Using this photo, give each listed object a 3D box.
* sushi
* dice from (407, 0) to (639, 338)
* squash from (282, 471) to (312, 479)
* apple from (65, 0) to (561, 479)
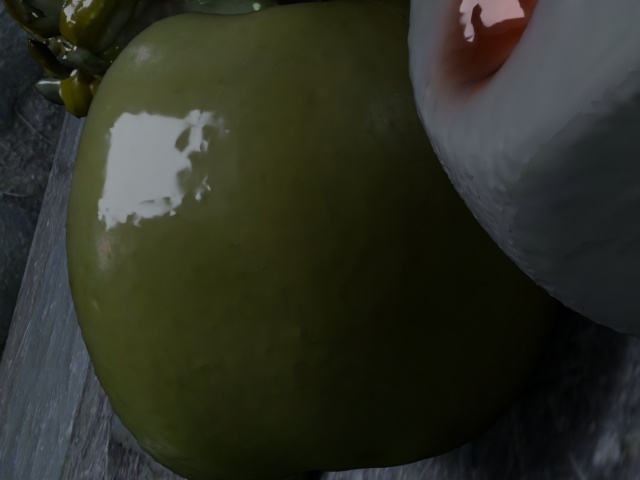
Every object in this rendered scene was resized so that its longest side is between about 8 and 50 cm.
[{"bbox_3d":[-0.132,-0.222,1.388,0.329,0.328,0.285,-170,87,-70],"label":"sushi"},{"bbox_3d":[0.192,-0.114,0.500,0.259,0.243,0.251,134,148,-57],"label":"dice"},{"bbox_3d":[-0.032,0.154,1.154,0.229,0.066,0.066,-67,19,10],"label":"squash"},{"bbox_3d":[0.021,-0.003,0.861,0.295,0.233,0.258,-7,-93,-70],"label":"apple"}]
